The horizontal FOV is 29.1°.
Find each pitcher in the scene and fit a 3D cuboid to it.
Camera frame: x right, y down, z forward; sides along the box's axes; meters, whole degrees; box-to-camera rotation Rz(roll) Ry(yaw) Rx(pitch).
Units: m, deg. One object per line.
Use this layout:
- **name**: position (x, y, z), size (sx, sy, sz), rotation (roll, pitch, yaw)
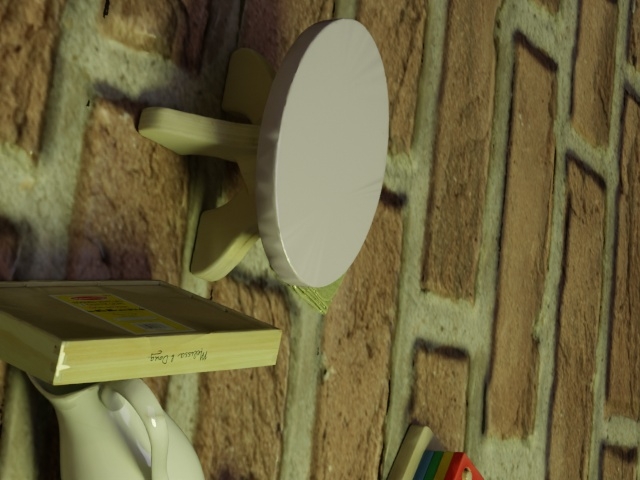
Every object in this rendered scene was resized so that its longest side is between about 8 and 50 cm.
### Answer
- **pitcher**: position (-0.166, 0.196, 1.091), size (0.125, 0.178, 0.207), rotation (-28, 111, -27)

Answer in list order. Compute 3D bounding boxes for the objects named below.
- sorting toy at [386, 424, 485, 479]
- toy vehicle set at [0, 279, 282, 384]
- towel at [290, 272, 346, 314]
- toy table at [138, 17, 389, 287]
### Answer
- **sorting toy**: position (0.162, 0.414, 1.577), size (0.255, 0.089, 0.257), rotation (55, 49, -36)
- **toy vehicle set**: position (-0.181, 0.074, 1.079), size (0.267, 0.166, 0.035), rotation (2, 103, -52)
- **towel**: position (0.000, 0.000, 1.433), size (0.110, 0.027, 0.148), rotation (49, 53, -38)
- **toy table**: position (-0.045, -0.087, 1.270), size (0.252, 0.161, 0.274), rotation (42, 58, -44)
